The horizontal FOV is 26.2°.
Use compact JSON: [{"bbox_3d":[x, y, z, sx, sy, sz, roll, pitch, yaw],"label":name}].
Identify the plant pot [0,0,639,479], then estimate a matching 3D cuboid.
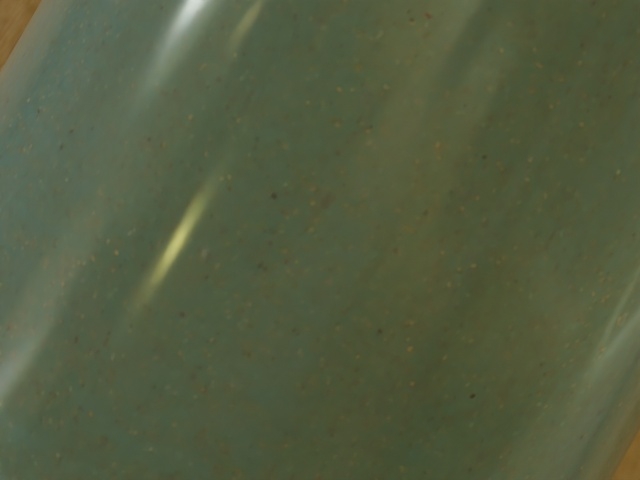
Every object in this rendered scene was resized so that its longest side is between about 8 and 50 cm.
[{"bbox_3d":[0.000,0.000,0.538,0.341,0.341,0.334,23,109,-16],"label":"plant pot"}]
